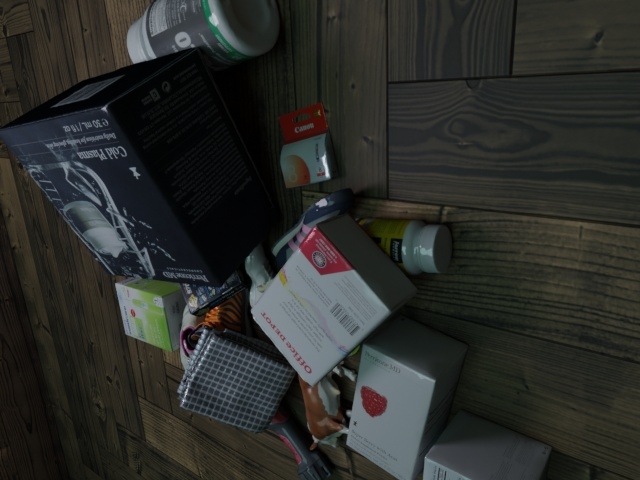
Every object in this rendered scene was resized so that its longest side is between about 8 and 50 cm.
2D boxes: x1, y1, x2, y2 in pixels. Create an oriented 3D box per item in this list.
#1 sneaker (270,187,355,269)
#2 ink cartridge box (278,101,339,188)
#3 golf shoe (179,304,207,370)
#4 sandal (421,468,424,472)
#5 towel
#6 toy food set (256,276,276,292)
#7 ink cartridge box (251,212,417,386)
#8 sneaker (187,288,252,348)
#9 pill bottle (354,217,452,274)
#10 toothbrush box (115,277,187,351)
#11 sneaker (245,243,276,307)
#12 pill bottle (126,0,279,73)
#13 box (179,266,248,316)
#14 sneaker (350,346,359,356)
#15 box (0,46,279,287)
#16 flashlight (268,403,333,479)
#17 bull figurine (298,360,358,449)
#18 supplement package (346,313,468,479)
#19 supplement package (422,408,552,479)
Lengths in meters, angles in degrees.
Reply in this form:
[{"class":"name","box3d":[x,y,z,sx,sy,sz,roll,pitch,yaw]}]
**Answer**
[{"class":"sneaker","box3d":[0.000,0.000,1.156,0.319,0.112,0.131,-45,67,47]},{"class":"ink cartridge box","box3d":[-0.040,-0.224,1.155,0.145,0.045,0.179,-6,104,39]},{"class":"golf shoe","box3d":[-0.414,0.353,1.561,0.115,0.140,0.306,3,116,-2]},{"class":"sandal","box3d":[0.192,0.545,1.234,0.219,0.090,0.060,2,129,31]},{"class":"towel","box3d":[-0.232,0.389,1.341,0.284,0.121,0.235,25,97,-16]},{"class":"toy food set","box3d":[-0.060,0.183,1.307,0.128,0.071,0.218,-35,85,16]},{"class":"ink cartridge box","box3d":[0.018,0.128,1.020,0.226,0.131,0.306,49,129,13]},{"class":"sneaker","box3d":[-0.307,0.216,1.431,0.125,0.180,0.321,-2,104,38]},{"class":"pill bottle","box3d":[0.164,0.012,1.028,0.208,0.119,0.119,3,107,38]},{"class":"toothbrush box","box3d":[-0.580,0.248,1.699,0.283,0.122,0.206,9,111,37]},{"class":"sneaker","box3d":[-0.151,0.101,1.349,0.094,0.080,0.212,8,118,24]},{"class":"pill bottle","box3d":[-0.290,-0.502,1.149,0.361,0.204,0.204,-2,104,39]},{"class":"box","box3d":[-0.329,0.083,1.394,0.175,0.051,0.220,-32,65,6]},{"class":"sneaker","box3d":[0.044,0.177,1.179,0.111,0.121,0.300,14,114,34]},{"class":"box","box3d":[-0.437,-0.162,1.211,0.480,0.297,0.471,2,131,35]},{"class":"flashlight","box3d":[-0.099,0.609,1.463,0.304,0.103,0.103,53,156,10]},{"class":"bull figurine","box3d":[0.023,0.446,1.308,0.188,0.101,0.310,-9,102,36]},{"class":"supplement package","box3d":[0.191,0.353,1.090,0.177,0.175,0.293,22,118,32]},{"class":"supplement package","box3d":[0.346,0.501,1.007,0.203,0.194,0.149,14,113,35]}]
